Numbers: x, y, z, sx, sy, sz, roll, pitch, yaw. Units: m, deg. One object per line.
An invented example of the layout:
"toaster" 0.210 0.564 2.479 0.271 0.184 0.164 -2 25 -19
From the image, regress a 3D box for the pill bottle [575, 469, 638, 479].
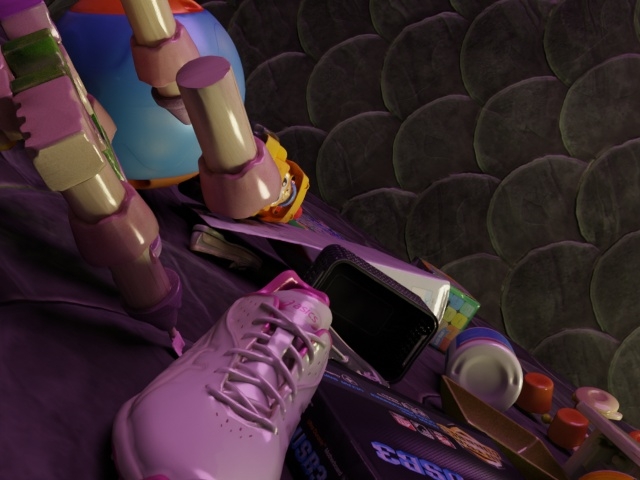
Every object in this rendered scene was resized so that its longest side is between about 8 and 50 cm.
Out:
"pill bottle" 0.318 0.320 0.881 0.117 0.117 0.215 37 7 19

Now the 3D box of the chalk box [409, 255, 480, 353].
"chalk box" 0.238 0.140 1.696 0.132 0.132 0.213 33 8 -12

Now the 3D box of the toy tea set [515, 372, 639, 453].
"toy tea set" 0.512 0.385 1.552 0.200 0.124 0.336 0 24 -20

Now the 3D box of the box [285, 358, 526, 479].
"box" 0.107 0.231 0.704 0.296 0.073 0.293 30 7 -28

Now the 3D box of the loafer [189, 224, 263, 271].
"loafer" -0.137 0.020 1.150 0.045 0.039 0.125 -4 -29 47

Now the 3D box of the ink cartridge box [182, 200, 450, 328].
"ink cartridge box" -0.028 0.035 1.307 0.385 0.091 0.308 14 5 -19

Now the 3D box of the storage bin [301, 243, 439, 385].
"storage bin" 0.058 0.102 1.119 0.180 0.122 0.084 33 7 -15

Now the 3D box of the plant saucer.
"plant saucer" 0.246 0.281 1.116 0.188 0.045 0.188 34 6 -6

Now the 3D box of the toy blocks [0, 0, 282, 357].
"toy blocks" -0.215 -0.052 0.718 0.288 0.309 0.260 57 -13 42

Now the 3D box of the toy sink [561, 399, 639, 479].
"toy sink" 0.425 0.355 1.111 0.234 0.131 0.153 37 5 -26

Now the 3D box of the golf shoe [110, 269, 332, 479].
"golf shoe" -0.055 0.096 0.566 0.115 0.140 0.306 36 8 -5

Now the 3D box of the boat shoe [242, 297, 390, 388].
"boat shoe" -0.003 0.128 0.860 0.206 0.075 0.065 38 3 -15

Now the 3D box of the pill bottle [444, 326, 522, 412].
"pill bottle" 0.275 0.215 1.376 0.124 0.124 0.221 35 8 6

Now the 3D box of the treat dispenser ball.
"treat dispenser ball" -0.253 -0.216 1.147 0.288 0.288 0.288 34 7 -5

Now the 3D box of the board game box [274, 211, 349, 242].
"board game box" 0.000 0.000 1.877 0.213 0.046 0.317 39 8 25

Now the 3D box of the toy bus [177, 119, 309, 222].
"toy bus" -0.097 -0.092 1.299 0.211 0.149 0.220 30 -2 -35
